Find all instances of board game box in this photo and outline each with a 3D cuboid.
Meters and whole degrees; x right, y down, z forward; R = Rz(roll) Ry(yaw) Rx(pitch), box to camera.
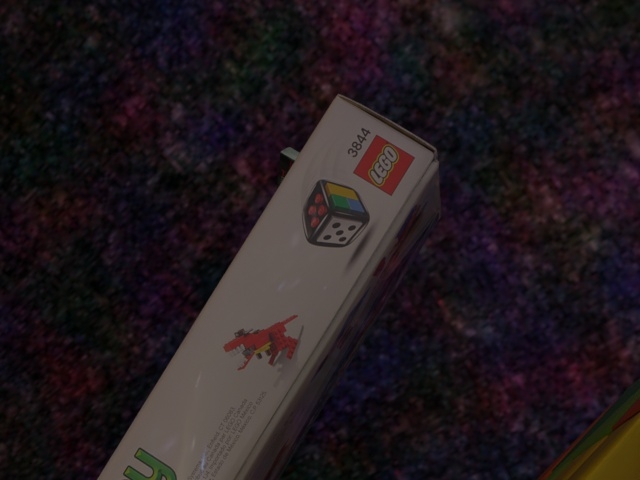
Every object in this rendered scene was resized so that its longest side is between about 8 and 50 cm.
[{"bbox_3d":[-0.043,0.091,0.582,0.053,0.305,0.193,32,-2,7],"label":"board game box"}]

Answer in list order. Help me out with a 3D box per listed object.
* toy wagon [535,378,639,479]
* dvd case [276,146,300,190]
[{"bbox_3d":[0.084,0.119,0.423,0.068,0.267,0.344,43,75,11],"label":"toy wagon"},{"bbox_3d":[0.000,0.000,0.941,0.087,0.119,0.013,32,46,30],"label":"dvd case"}]
